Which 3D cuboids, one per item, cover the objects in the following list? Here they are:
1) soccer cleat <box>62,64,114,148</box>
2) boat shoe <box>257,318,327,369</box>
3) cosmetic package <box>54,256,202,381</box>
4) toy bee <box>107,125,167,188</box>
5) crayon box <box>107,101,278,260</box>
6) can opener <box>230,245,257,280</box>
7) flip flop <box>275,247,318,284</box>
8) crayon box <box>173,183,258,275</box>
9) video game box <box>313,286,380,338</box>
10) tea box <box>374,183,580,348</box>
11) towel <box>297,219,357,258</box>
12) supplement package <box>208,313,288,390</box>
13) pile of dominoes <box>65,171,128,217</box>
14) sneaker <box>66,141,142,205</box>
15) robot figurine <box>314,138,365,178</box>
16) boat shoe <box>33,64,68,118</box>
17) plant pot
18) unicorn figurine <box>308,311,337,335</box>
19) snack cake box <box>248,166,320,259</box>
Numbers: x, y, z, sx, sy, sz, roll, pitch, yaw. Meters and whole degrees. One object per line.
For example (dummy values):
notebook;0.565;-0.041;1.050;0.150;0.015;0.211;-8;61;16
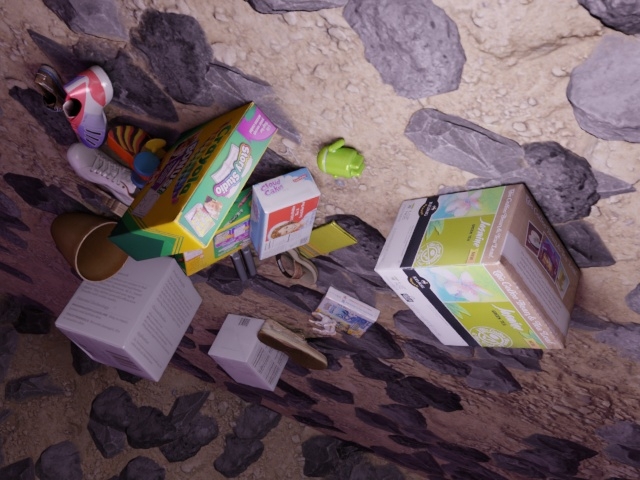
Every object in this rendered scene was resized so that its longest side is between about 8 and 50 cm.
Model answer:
soccer cleat;-0.617;-0.331;1.648;0.108;0.116;0.318;53;148;5
boat shoe;-0.099;0.408;2.505;0.302;0.098;0.109;27;138;1
cosmetic package;-0.728;0.276;2.467;0.328;0.393;0.329;13;148;21
toy bee;-0.445;-0.201;1.753;0.195;0.162;0.298;-6;114;56
crayon box;-0.302;-0.134;1.494;0.313;0.362;0.106;-11;135;47
can opener;-0.267;0.031;2.061;0.093;0.074;0.280;50;164;33
flip flop;-0.092;0.070;1.924;0.112;0.080;0.277;21;163;28
crayon box;-0.270;-0.028;1.738;0.081;0.279;0.165;53;158;20
video game box;0.083;0.247;2.146;0.187;0.048;0.205;28;151;0
tea box;0.367;0.071;1.457;0.324;0.220;0.329;-8;137;45
towel;0.000;0.000;1.837;0.102;0.021;0.237;35;150;-24
supplement package;-0.289;0.466;2.637;0.199;0.198;0.262;6;145;31
pile of dominoes;-0.708;-0.134;2.037;0.251;0.040;0.196;23;169;37
sneaker;-0.619;-0.205;1.909;0.123;0.105;0.290;-1;153;35
robot figurine;0.043;-0.181;1.454;0.115;0.067;0.101;14;148;21
boat shoe;-0.718;-0.384;1.716;0.066;0.066;0.183;11;148;25
plant pot;-0.869;-0.003;2.329;0.254;0.237;0.237;25;154;30
unicorn figurine;0.017;0.287;2.169;0.111;0.060;0.162;13;165;24
snack cake box;-0.100;-0.064;1.652;0.089;0.152;0.264;63;160;22
